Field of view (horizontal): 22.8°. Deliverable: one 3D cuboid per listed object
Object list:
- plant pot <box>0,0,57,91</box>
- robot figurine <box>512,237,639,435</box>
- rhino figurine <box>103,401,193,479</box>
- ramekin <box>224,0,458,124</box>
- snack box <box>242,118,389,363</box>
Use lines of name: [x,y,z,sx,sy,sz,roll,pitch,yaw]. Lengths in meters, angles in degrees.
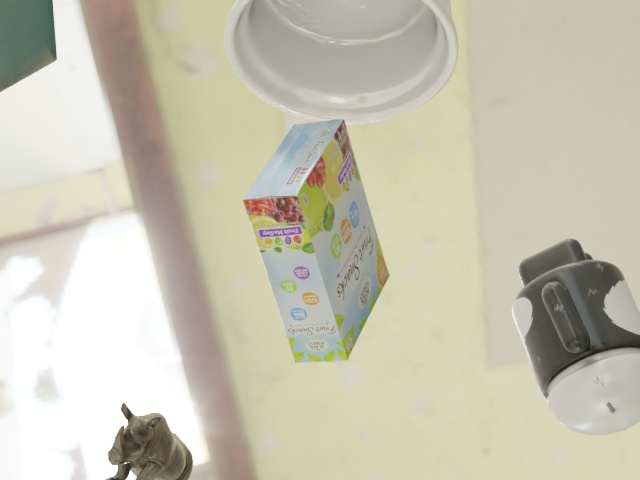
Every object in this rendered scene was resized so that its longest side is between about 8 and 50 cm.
plant pot: [-0.297,-0.240,1.175,0.165,0.166,0.234,-59,-25,-70]
robot figurine: [0.377,0.137,2.244,0.173,0.209,0.278,-55,43,46]
rhino figurine: [-0.217,0.266,1.959,0.106,0.073,0.243,-60,-20,-18]
ramekin: [0.028,-0.277,1.911,0.277,0.277,0.135,81,-169,-53]
snack box: [0.000,0.000,1.716,0.174,0.070,0.207,-61,-39,-53]
